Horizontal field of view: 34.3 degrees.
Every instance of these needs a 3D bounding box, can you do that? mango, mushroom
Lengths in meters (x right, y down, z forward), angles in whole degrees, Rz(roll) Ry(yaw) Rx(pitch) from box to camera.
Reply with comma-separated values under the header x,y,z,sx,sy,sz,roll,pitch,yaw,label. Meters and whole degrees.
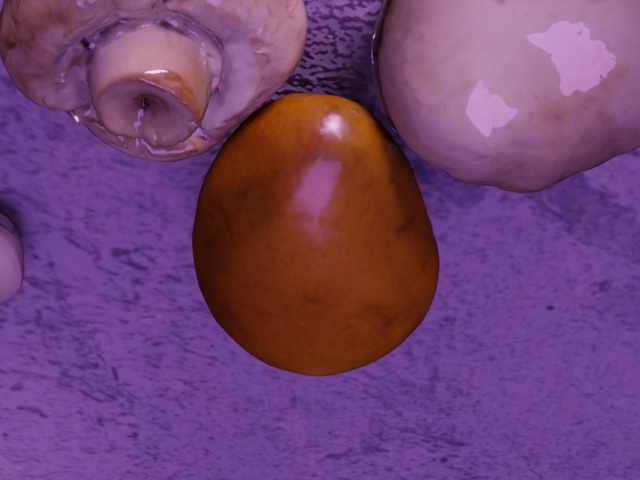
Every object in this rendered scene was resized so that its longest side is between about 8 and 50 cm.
x,y,z,sx,sy,sz,roll,pitch,yaw,label
0.000,0.000,0.603,0.147,0.109,0.227,14,144,2,mango
-0.080,-0.100,0.504,0.148,0.112,0.148,3,142,2,mushroom
0.103,-0.095,0.520,0.154,0.122,0.154,0,101,-2,mushroom

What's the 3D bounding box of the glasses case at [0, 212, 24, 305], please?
x,y,z,sx,sy,sz,roll,pitch,yaw,label
-0.289,0.008,0.646,0.204,0.051,0.081,3,136,-6,glasses case
